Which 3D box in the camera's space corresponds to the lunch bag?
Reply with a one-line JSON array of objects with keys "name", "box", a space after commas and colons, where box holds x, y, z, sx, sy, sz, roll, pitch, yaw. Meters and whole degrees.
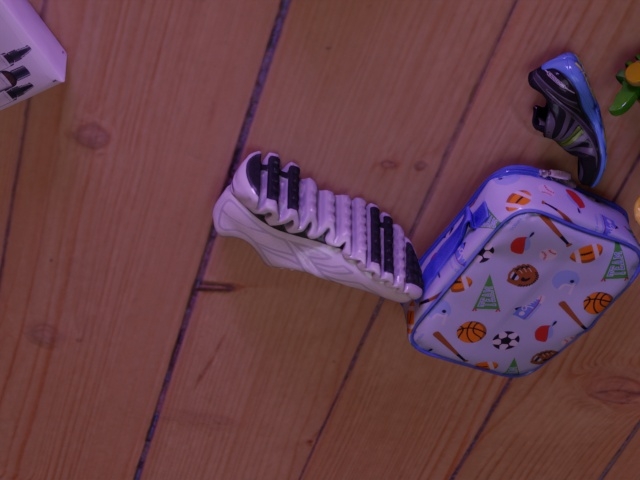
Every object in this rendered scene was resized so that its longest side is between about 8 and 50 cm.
[{"name": "lunch bag", "box": [0.251, 0.040, 1.600, 0.243, 0.115, 0.303, 19, 128, -22]}]

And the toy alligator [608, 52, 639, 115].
[{"name": "toy alligator", "box": [0.405, -0.215, 1.430, 0.189, 0.051, 0.056, -37, 140, 11]}]

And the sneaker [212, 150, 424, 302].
[{"name": "sneaker", "box": [0.000, 0.000, 1.535, 0.292, 0.110, 0.118, 30, 130, -21]}]

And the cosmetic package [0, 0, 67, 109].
[{"name": "cosmetic package", "box": [-0.366, -0.244, 1.269, 0.099, 0.060, 0.239, -23, 132, 11]}]

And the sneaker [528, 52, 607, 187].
[{"name": "sneaker", "box": [0.295, -0.141, 1.476, 0.078, 0.067, 0.188, -15, 130, 18]}]

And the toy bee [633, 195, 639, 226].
[{"name": "toy bee", "box": [0.491, -0.063, 1.471, 0.298, 0.162, 0.195, 18, 127, -38]}]
